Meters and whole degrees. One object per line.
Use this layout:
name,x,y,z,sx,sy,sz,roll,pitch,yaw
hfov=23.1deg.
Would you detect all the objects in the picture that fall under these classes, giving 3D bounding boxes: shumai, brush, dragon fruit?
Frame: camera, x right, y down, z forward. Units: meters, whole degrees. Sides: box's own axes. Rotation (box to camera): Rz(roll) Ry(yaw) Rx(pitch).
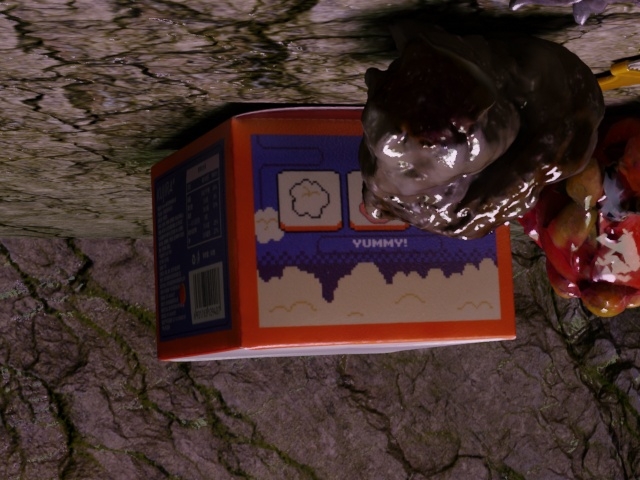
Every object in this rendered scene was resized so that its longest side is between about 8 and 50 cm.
shumai,0.095,-0.112,1.266,0.185,0.184,0.218,44,161,-32
brush,0.268,-0.152,1.513,0.103,0.013,0.272,2,175,-37
dragon fruit,0.341,-0.046,1.769,0.227,0.243,0.307,19,138,7

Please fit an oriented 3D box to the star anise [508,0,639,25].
star anise,0.183,-0.171,0.923,0.204,0.061,0.180,3,179,-26

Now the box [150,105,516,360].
box,0.000,0.000,1.761,0.318,0.257,0.348,-2,175,-19
